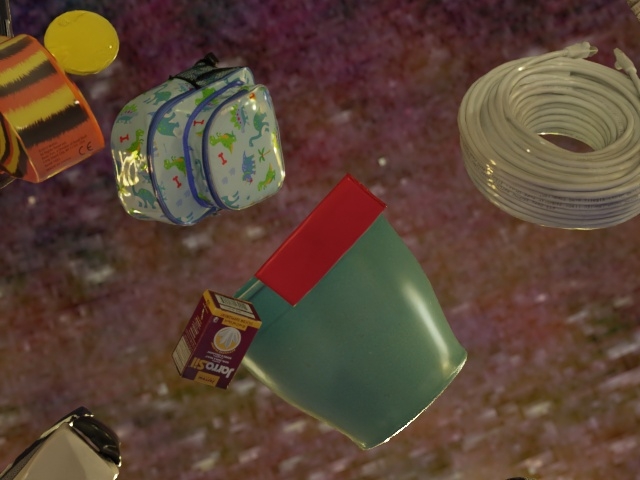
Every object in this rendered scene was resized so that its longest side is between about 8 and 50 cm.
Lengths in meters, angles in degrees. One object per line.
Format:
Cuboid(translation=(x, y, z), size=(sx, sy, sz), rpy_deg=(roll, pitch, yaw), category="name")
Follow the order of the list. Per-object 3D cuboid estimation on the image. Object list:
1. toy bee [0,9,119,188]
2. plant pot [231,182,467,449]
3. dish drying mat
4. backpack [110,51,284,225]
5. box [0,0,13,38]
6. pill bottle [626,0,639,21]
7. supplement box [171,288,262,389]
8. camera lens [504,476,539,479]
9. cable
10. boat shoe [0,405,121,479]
Cuboid(translation=(-0.261, -0.106, 1.057), size=(0.298, 0.162, 0.195), rpy_deg=(-18, -166, 46), category="toy bee")
Cuboid(translation=(0.034, 0.112, 1.814), size=(0.272, 0.255, 0.271), rpy_deg=(-42, -177, 3), category="plant pot")
Cuboid(translation=(0.000, 0.000, 0.852), size=(0.032, 0.008, 0.083), rpy_deg=(39, 105, -16), category="dish drying mat")
Cuboid(translation=(-0.085, -0.065, 1.019), size=(0.084, 0.105, 0.114), rpy_deg=(12, -149, 41), category="backpack")
Cuboid(translation=(-0.646, -0.343, 2.069), size=(0.395, 0.097, 0.318), rpy_deg=(-7, 129, -9), category="box")
Cuboid(translation=(0.356, -0.251, 1.323), size=(0.161, 0.283, 0.161), rpy_deg=(-34, 179, -1), category="pill bottle")
Cuboid(translation=(-0.103, 0.098, 1.438), size=(0.055, 0.043, 0.083), rpy_deg=(18, 110, -27), category="supplement box")
Cuboid(translation=(0.272, 0.443, 1.777), size=(0.219, 0.274, 0.219), rpy_deg=(-48, -176, 4), category="camera lens")
Cuboid(translation=(0.288, -0.121, 1.727), size=(0.257, 0.257, 0.089), rpy_deg=(-9, 137, -16), category="cable")
Cuboid(translation=(-0.363, 0.346, 1.761), size=(0.340, 0.127, 0.158), rpy_deg=(-45, -175, 2), category="boat shoe")
